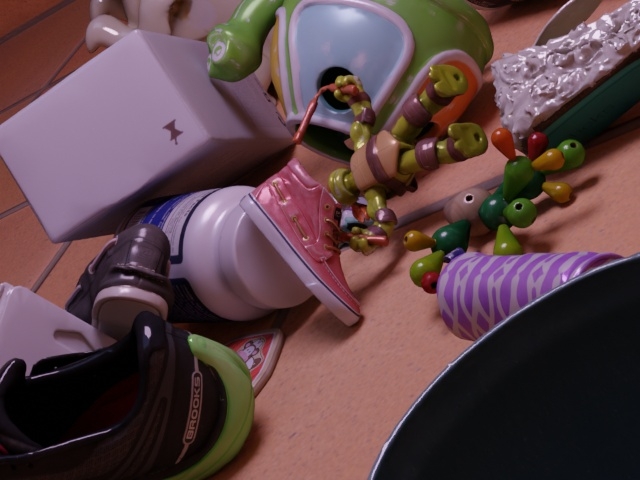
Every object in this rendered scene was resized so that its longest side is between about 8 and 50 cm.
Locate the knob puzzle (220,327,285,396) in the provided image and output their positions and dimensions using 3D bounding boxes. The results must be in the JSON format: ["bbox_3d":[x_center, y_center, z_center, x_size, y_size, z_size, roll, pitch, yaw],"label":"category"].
[{"bbox_3d":[-0.121,0.153,1.805,0.213,0.030,0.213,-32,20,14],"label":"knob puzzle"}]

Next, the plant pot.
[{"bbox_3d":[0.196,0.171,1.006,0.293,0.196,0.293,-32,20,13],"label":"plant pot"}]

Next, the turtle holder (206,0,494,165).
[{"bbox_3d":[0.032,-0.222,1.978,0.243,0.320,0.227,130,163,-75],"label":"turtle holder"}]

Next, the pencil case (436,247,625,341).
[{"bbox_3d":[0.188,0.050,1.453,0.088,0.086,0.206,-21,12,-30],"label":"pencil case"}]

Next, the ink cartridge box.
[{"bbox_3d":[-0.367,0.166,1.883,0.289,0.211,0.121,-18,50,44],"label":"ink cartridge box"}]

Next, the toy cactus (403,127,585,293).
[{"bbox_3d":[0.158,-0.031,1.667,0.219,0.112,0.180,-50,12,-9],"label":"toy cactus"}]

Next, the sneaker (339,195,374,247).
[{"bbox_3d":[0.034,-0.025,1.928,0.098,0.038,0.069,-6,34,39],"label":"sneaker"}]

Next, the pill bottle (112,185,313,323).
[{"bbox_3d":[-0.115,0.017,1.908,0.153,0.153,0.265,-48,23,-27],"label":"pill bottle"}]

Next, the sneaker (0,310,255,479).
[{"bbox_3d":[-0.299,0.217,1.679,0.483,0.202,0.185,-35,39,9],"label":"sneaker"}]

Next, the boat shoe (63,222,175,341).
[{"bbox_3d":[-0.230,0.080,1.907,0.335,0.112,0.095,134,150,-61],"label":"boat shoe"}]

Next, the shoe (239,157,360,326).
[{"bbox_3d":[0.000,0.000,1.741,0.081,0.178,0.063,-41,-13,2],"label":"shoe"}]

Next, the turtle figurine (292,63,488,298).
[{"bbox_3d":[0.078,-0.078,1.793,0.217,0.087,0.269,-31,52,38],"label":"turtle figurine"}]

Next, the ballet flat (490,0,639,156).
[{"bbox_3d":[0.339,-0.230,1.674,0.409,0.147,0.147,-31,21,20],"label":"ballet flat"}]

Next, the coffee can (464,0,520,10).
[{"bbox_3d":[0.286,-0.410,2.102,0.275,0.201,0.201,-8,35,54],"label":"coffee can"}]

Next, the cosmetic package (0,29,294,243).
[{"bbox_3d":[-0.209,-0.130,2.134,0.230,0.161,0.453,-33,-3,11],"label":"cosmetic package"}]

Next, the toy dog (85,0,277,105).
[{"bbox_3d":[-0.186,-0.384,2.520,0.395,0.408,0.284,-28,23,24],"label":"toy dog"}]
